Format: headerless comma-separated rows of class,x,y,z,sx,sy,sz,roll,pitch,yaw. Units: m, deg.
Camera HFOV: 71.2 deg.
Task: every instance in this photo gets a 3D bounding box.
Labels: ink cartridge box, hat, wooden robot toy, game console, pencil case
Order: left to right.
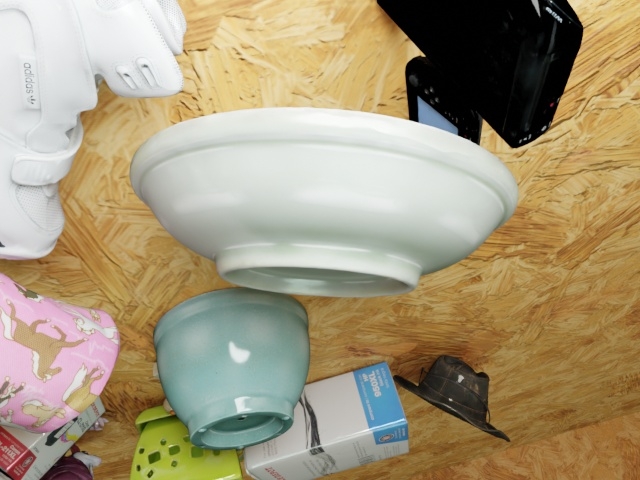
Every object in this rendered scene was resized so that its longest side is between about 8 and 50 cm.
pencil case,-0.385,0.060,0.422,0.167,0.160,0.386,-16,141,20
ink cartridge box,-0.489,0.334,0.804,0.072,0.175,0.127,29,139,12
wooden robot toy,-0.298,0.316,0.925,0.076,0.079,0.173,-7,141,-10
ink cartridge box,0.019,0.497,1.176,0.394,0.166,0.286,-16,141,-1
game console,0.127,-0.138,0.435,0.043,0.213,0.361,-29,152,1
hat,0.352,0.375,1.147,0.331,0.331,0.134,35,77,-44

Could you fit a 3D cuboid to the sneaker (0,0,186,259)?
sneaker,-0.223,-0.118,0.384,0.210,0.137,0.366,-1,136,-14

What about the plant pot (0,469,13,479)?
plant pot,-0.750,0.544,0.971,0.230,0.216,0.215,-2,141,6

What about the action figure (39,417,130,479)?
action figure,-0.536,0.547,0.941,0.275,0.248,0.370,-30,-168,-29

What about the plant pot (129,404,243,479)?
plant pot,-0.305,0.493,1.025,0.228,0.207,0.227,-8,141,-15

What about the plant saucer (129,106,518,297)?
plant saucer,0.000,0.000,0.488,0.400,0.101,0.400,3,167,1

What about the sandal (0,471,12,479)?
sandal,-0.648,0.366,0.721,0.416,0.102,0.169,-1,130,32

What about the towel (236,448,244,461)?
towel,-0.192,0.701,1.467,0.237,0.021,0.102,8,137,-26

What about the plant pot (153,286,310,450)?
plant pot,-0.148,0.249,0.803,0.292,0.196,0.293,-9,141,-7
